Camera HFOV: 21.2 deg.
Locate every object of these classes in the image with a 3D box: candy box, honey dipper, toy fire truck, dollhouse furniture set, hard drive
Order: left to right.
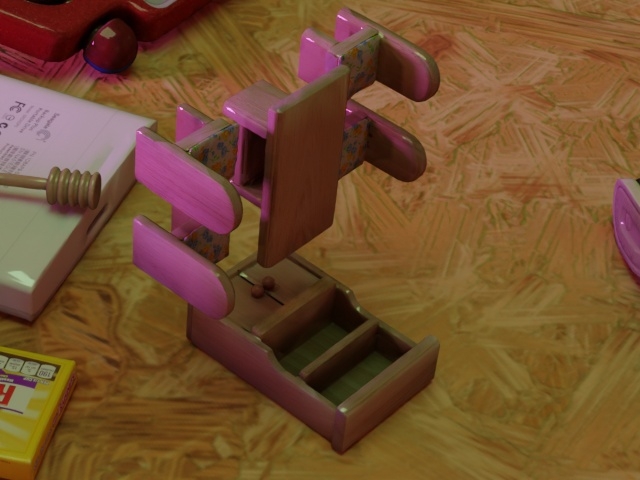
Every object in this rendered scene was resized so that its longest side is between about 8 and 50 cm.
[{"bbox_3d":[-0.341,-0.069,1.390,0.353,0.047,0.233,17,42,11],"label":"hard drive"},{"bbox_3d":[-0.285,0.108,1.208,0.206,0.027,0.105,10,43,5],"label":"candy box"},{"bbox_3d":[-0.250,-0.048,1.320,0.161,0.030,0.030,7,41,3],"label":"honey dipper"},{"bbox_3d":[-0.229,-0.275,1.572,0.254,0.169,0.302,40,49,8],"label":"toy fire truck"},{"bbox_3d":[0.000,0.000,1.203,0.161,0.242,0.212,33,48,27],"label":"dollhouse furniture set"}]

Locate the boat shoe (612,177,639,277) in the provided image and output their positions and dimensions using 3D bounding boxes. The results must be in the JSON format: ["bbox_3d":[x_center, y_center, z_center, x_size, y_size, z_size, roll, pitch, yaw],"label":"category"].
[{"bbox_3d":[0.296,0.027,1.332,0.079,0.084,0.233,-2,39,-9],"label":"boat shoe"}]
